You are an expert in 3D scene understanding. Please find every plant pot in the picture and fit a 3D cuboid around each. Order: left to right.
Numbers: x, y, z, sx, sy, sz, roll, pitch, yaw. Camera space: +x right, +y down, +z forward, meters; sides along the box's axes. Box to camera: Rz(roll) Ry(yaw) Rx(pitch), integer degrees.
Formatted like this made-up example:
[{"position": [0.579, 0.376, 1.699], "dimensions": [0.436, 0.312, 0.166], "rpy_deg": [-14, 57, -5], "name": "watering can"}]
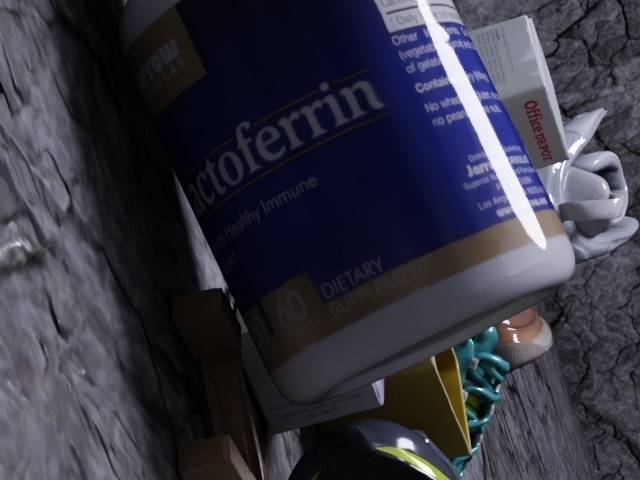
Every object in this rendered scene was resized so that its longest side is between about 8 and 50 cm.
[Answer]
[{"position": [0.035, 0.083, 1.103], "dimensions": [0.081, 0.083, 0.081], "rpy_deg": [-94, 164, -49], "name": "plant pot"}]

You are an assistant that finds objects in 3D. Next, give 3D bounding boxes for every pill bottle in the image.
[{"position": [-0.003, -0.070, 0.876], "dimensions": [0.264, 0.153, 0.153], "rpy_deg": [64, 8, 9], "name": "pill bottle"}]

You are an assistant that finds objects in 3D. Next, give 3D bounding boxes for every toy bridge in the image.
[{"position": [-0.039, 0.109, 0.807], "dimensions": [0.063, 0.026, 0.188], "rpy_deg": [66, 11, -45], "name": "toy bridge"}]

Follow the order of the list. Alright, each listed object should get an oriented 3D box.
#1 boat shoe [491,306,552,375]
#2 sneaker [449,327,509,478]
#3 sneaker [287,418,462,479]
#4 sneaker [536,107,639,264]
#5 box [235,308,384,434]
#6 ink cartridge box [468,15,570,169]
[{"position": [0.086, 0.034, 1.389], "dimensions": [0.324, 0.123, 0.116], "rpy_deg": [-123, -172, -79], "name": "boat shoe"}, {"position": [0.067, 0.096, 1.188], "dimensions": [0.107, 0.110, 0.275], "rpy_deg": [43, 33, -72], "name": "sneaker"}, {"position": [0.032, 0.151, 0.980], "dimensions": [0.300, 0.111, 0.121], "rpy_deg": [68, 0, -62], "name": "sneaker"}, {"position": [0.179, -0.042, 1.748], "dimensions": [0.366, 0.210, 0.137], "rpy_deg": [-69, 142, -75], "name": "sneaker"}, {"position": [0.000, 0.000, 1.094], "dimensions": [0.324, 0.067, 0.063], "rpy_deg": [-83, 154, -65], "name": "box"}, {"position": [0.102, -0.098, 1.501], "dimensions": [0.127, 0.175, 0.072], "rpy_deg": [57, 19, -60], "name": "ink cartridge box"}]
